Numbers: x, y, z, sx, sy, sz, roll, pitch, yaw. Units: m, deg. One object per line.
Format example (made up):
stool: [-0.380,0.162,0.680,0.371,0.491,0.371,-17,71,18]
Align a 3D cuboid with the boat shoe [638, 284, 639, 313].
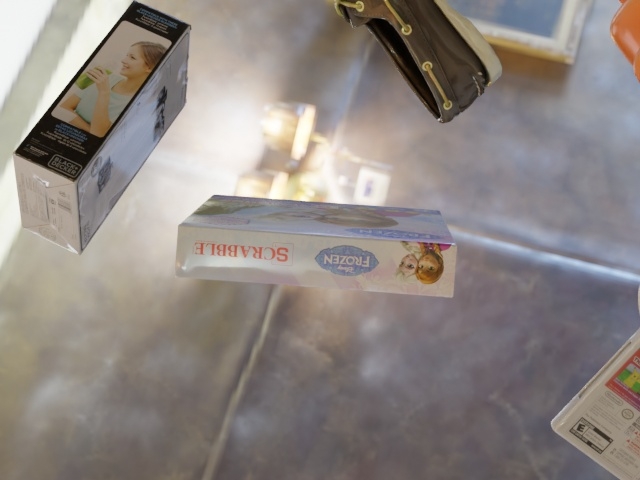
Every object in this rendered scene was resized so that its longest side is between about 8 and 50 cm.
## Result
boat shoe: [0.222,0.038,0.485,0.063,0.184,0.066,-19,-69,-45]

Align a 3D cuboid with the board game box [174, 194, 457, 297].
board game box: [0.000,0.000,1.502,0.318,0.318,0.066,-81,-5,-81]

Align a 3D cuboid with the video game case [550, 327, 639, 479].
video game case: [0.399,0.204,1.401,0.183,0.201,0.023,-50,16,13]

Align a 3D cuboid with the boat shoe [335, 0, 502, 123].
boat shoe: [0.054,-0.197,0.999,0.069,0.228,0.081,-46,13,-9]

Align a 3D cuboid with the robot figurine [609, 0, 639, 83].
robot figurine: [0.255,-0.107,0.685,0.128,0.219,0.158,-38,-8,22]

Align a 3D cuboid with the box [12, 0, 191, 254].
box: [-0.272,-0.146,1.540,0.290,0.087,0.169,-60,-9,-32]
